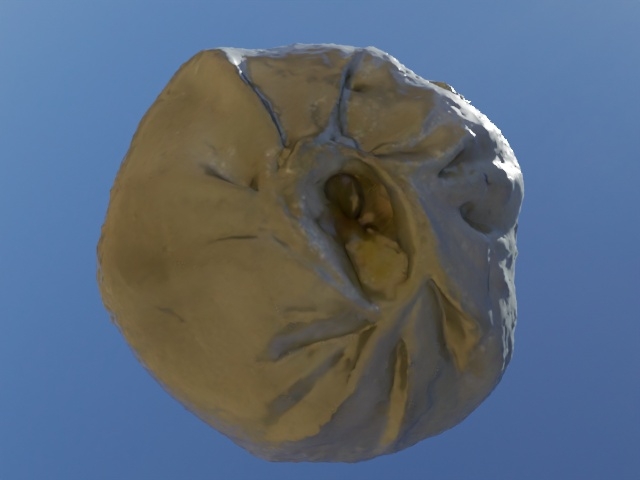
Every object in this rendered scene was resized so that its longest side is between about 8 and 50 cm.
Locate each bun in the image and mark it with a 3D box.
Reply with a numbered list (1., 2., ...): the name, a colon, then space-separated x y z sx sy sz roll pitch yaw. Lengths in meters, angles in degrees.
1. bun: -0.006 0.002 0.707 0.194 0.354 0.354 132 -27 -79
